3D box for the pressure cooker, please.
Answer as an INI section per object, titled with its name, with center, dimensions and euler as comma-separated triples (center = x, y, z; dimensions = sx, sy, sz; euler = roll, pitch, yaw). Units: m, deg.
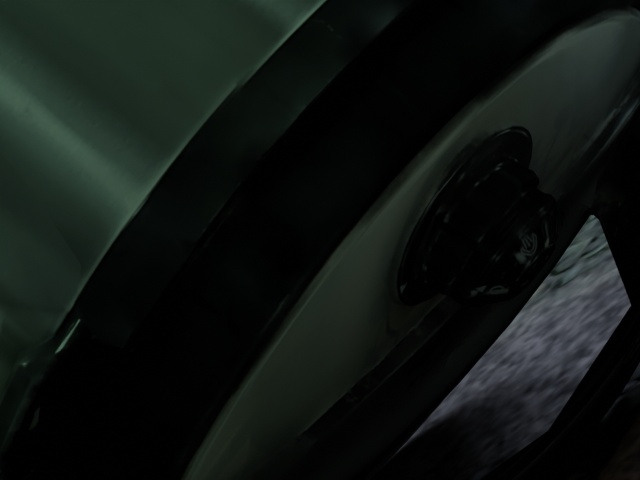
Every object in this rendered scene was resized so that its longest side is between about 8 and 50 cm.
[pressure cooker]
center = -0.061, -0.040, 0.838
dimensions = 0.370, 0.420, 0.375
euler = -57, -17, 17
